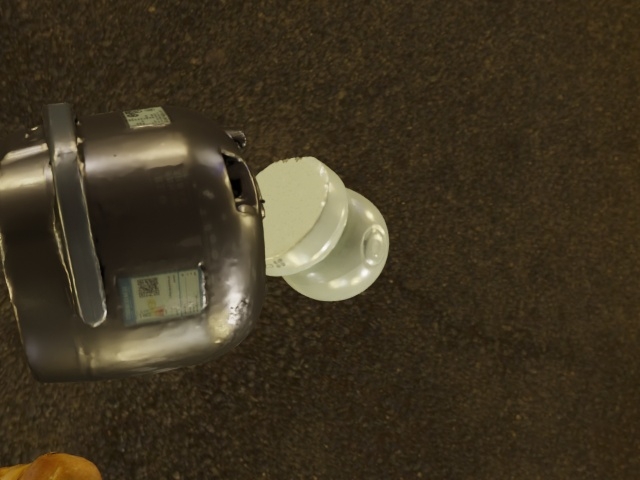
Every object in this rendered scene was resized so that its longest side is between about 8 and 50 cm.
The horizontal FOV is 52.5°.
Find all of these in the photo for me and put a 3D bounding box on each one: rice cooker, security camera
[{"bbox_3d":[-0.175,-0.005,0.612,0.225,0.267,0.266,-10,93,-18],"label":"rice cooker"},{"bbox_3d":[0.000,0.000,1.019,0.236,0.195,0.194,38,75,-42],"label":"security camera"}]

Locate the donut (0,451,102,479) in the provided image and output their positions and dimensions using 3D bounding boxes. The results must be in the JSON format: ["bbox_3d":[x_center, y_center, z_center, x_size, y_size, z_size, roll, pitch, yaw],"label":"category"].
[{"bbox_3d":[-0.355,0.388,0.698,0.318,0.299,0.150,-23,116,16],"label":"donut"}]
